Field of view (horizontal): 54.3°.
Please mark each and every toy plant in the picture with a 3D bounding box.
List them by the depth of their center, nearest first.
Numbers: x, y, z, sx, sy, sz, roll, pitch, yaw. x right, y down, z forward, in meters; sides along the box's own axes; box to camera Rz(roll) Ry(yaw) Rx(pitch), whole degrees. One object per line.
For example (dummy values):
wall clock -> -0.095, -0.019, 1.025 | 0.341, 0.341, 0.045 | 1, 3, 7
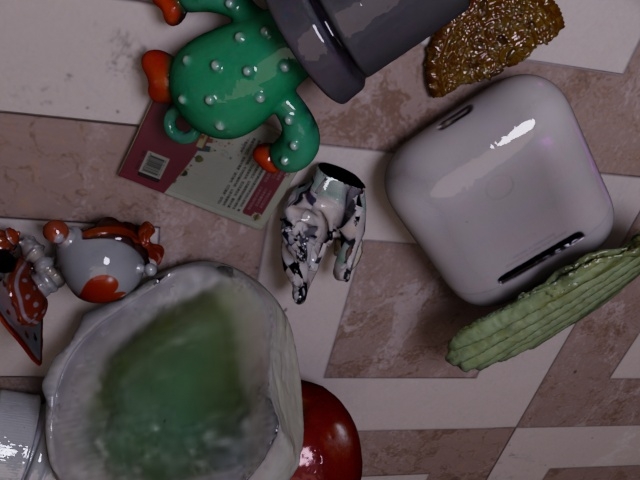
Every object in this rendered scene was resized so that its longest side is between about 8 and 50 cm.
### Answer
toy plant -> -0.031, -0.227, 0.742 | 0.400, 0.186, 0.279 | -27, 136, 15

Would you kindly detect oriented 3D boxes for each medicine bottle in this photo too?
medicine bottle -> -0.431, 0.391, 1.099 | 0.332, 0.190, 0.190 | 24, 117, -27

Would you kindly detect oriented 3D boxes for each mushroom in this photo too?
mushroom -> 0.046, 0.010, 1.033 | 0.049, 0.019, 0.101 | -1, 124, -13

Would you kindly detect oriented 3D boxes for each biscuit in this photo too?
biscuit -> 0.229, -0.282, 0.853 | 0.206, 0.025, 0.126 | -29, 126, 8

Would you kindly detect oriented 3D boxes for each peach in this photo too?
peach -> -0.053, 0.418, 1.153 | 0.280, 0.281, 0.339 | -8, 127, -7

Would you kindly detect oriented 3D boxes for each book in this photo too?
book -> -0.149, -0.116, 0.894 | 0.231, 0.022, 0.162 | 21, 120, -25

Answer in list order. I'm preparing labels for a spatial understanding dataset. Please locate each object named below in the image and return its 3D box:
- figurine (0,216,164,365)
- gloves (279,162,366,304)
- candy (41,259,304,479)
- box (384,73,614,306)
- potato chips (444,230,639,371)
figurine -> -0.340, 0.034, 0.898 | 0.226, 0.160, 0.184 | -22, 128, -8
gloves -> -0.006, -0.005, 0.959 | 0.127, 0.111, 0.212 | 1, 126, -44
candy -> -0.229, 0.253, 0.973 | 0.426, 0.387, 0.186 | -22, 167, 3
box -> 0.279, -0.061, 0.955 | 0.288, 0.141, 0.349 | -33, 126, 11
potato chips -> 0.410, 0.097, 1.053 | 0.429, 0.070, 0.358 | -40, 155, 23
